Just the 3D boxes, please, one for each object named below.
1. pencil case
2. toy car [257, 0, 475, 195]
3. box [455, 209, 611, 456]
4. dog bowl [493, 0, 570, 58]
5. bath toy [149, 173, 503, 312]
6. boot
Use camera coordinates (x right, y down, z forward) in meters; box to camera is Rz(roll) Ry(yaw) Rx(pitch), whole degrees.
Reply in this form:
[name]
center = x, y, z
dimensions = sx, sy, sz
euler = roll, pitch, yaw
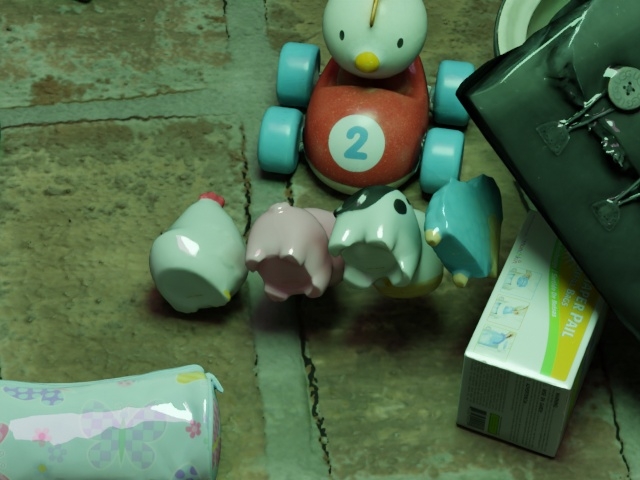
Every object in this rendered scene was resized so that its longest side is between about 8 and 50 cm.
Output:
[pencil case]
center = -0.225, 0.179, 1.478
dimensions = 0.273, 0.113, 0.124
euler = 0, 71, -2
[toy car]
center = 0.053, -0.191, 1.723
dimensions = 0.219, 0.238, 0.210
euler = 8, 49, 7
[box]
center = 0.215, 0.086, 1.565
dimensions = 0.103, 0.114, 0.203
euler = 18, 50, 14
[dog bowl]
center = 0.385, -0.156, 1.756
dimensions = 0.408, 0.150, 0.408
euler = 1, 48, -1
[bath toy]
center = 0.000, 0.000, 1.596
dimensions = 0.348, 0.151, 0.129
euler = -5, 48, 23
[boot]
center = 0.388, -0.063, 1.507
dimensions = 0.367, 0.146, 0.445
euler = -37, 90, -15
